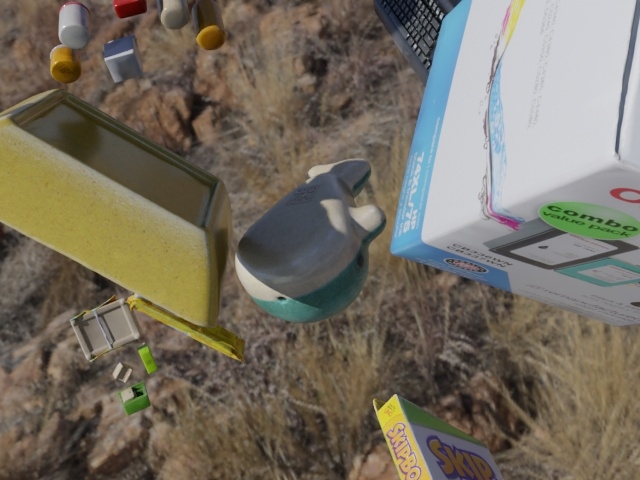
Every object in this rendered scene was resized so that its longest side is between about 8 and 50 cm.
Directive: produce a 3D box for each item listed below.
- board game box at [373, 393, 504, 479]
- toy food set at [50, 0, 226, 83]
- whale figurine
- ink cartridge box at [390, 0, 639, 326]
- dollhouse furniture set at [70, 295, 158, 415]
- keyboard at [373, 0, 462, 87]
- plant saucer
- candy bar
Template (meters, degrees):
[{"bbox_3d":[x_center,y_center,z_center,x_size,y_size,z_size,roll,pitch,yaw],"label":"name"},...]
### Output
[{"bbox_3d":[0.124,0.226,0.697,0.039,0.124,0.259,-50,28,14],"label":"board game box"},{"bbox_3d":[-0.251,-0.293,1.127,0.232,0.111,0.105,-16,49,1],"label":"toy food set"},{"bbox_3d":[0.000,0.000,1.167,0.216,0.141,0.272,-10,35,29],"label":"whale figurine"},{"bbox_3d":[0.195,-0.074,0.516,0.270,0.198,0.197,147,139,-72],"label":"ink cartridge box"},{"bbox_3d":[-0.258,0.142,1.094,0.076,0.152,0.058,-24,16,-15],"label":"dollhouse furniture set"},{"bbox_3d":[0.162,-0.340,1.200,0.033,0.202,0.317,8,38,-30],"label":"keyboard"},{"bbox_3d":[-0.236,-0.066,0.973,0.081,0.332,0.333,-58,12,14],"label":"plant saucer"},{"bbox_3d":[-0.156,0.099,1.021,0.018,0.161,0.040,-50,22,29],"label":"candy bar"}]
